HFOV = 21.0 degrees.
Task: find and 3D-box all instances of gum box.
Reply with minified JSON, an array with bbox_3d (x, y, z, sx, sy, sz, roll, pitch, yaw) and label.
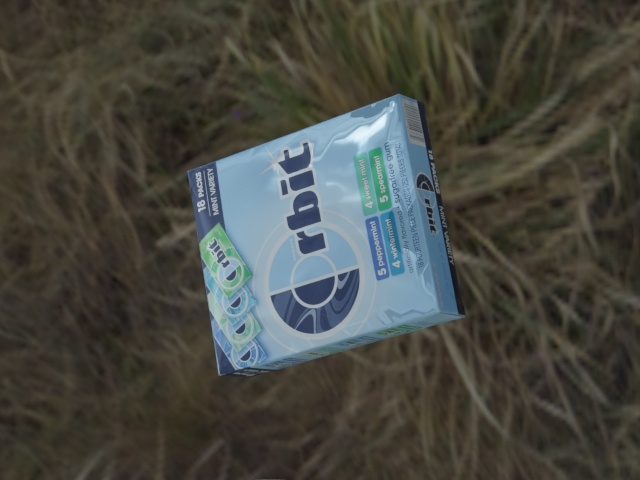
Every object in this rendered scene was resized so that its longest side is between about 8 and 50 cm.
[{"bbox_3d":[0.000,0.000,1.214,0.184,0.041,0.157,-18,75,30],"label":"gum box"}]

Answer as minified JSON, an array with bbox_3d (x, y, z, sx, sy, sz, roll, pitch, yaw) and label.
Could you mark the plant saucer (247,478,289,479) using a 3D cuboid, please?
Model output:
[{"bbox_3d":[-0.051,0.400,1.407,0.400,0.100,0.400,10,71,-30],"label":"plant saucer"}]
